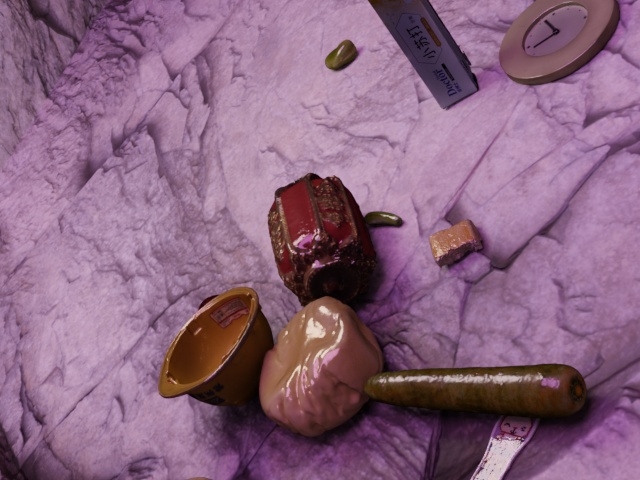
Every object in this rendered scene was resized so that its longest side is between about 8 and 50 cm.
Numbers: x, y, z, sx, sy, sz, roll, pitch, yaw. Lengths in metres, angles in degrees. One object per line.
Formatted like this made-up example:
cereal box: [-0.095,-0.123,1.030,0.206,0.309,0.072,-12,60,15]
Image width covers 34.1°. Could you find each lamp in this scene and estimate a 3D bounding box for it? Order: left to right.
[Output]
lamp: [0.000,0.000,1.836,0.177,0.177,0.274,-35,36,14]

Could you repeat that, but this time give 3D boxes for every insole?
insole: [0.246,0.283,1.410,0.065,0.004,0.197,12,62,51]

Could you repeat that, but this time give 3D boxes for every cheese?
cheese: [-0.006,0.205,1.674,0.214,0.117,0.226,-45,28,6]

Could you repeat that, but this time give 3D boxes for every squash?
squash: [0.113,-0.039,1.880,0.089,0.027,0.027,2,55,45]

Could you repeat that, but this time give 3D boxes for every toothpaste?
toothpaste: [0.182,-0.385,1.918,0.089,0.313,0.071,-28,35,19]

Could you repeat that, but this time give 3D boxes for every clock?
clock: [0.434,-0.378,1.905,0.235,0.029,0.235,-29,37,25]

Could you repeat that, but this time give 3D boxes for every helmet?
helmet: [-0.156,0.210,1.791,0.205,0.140,0.257,-25,30,29]

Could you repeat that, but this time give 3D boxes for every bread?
bread: [0.221,0.003,1.712,0.083,0.035,0.070,-29,36,11]

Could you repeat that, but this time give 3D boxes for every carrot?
carrot: [0.202,0.210,1.461,0.359,0.074,0.074,-7,49,41]

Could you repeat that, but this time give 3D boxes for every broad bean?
broad bean: [0.043,-0.415,2.342,0.083,0.045,0.063,-32,33,31]

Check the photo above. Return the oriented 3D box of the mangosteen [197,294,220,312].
mangosteen: [-0.191,0.143,1.967,0.081,0.081,0.081,-28,37,24]

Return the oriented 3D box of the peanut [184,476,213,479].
peanut: [-0.251,0.497,1.585,0.313,0.152,0.152,-49,34,-10]
